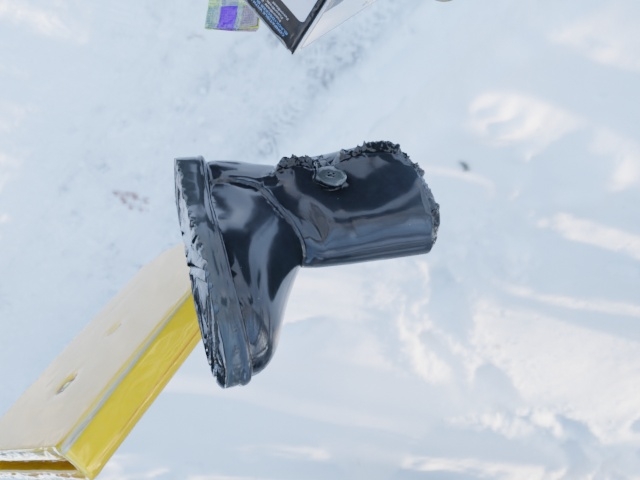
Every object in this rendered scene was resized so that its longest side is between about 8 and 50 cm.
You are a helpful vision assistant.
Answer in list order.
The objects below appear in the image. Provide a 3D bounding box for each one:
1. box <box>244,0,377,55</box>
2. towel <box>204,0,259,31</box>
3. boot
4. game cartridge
[{"bbox_3d":[0.055,-0.283,0.610,0.087,0.169,0.290,49,148,1],"label":"box"},{"bbox_3d":[-0.105,-0.286,0.989,0.083,0.060,0.009,9,-179,27],"label":"towel"},{"bbox_3d":[0.000,0.000,0.631,0.207,0.246,0.094,-6,126,-12],"label":"boot"},{"bbox_3d":[-0.203,0.110,0.861,0.052,0.323,0.285,50,144,-16],"label":"game cartridge"}]
